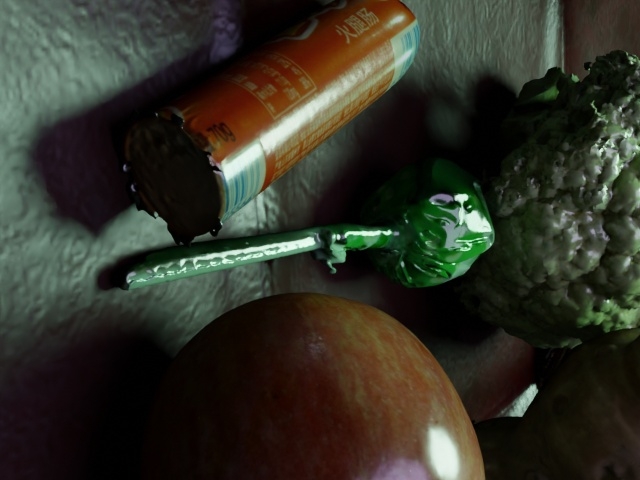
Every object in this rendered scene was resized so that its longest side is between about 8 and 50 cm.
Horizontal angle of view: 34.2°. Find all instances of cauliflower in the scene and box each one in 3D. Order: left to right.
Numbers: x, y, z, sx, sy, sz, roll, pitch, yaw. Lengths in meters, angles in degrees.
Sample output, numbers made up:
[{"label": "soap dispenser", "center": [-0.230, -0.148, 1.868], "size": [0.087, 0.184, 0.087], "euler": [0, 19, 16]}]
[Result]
[{"label": "cauliflower", "center": [0.218, -0.041, 0.880], "size": [0.272, 0.275, 0.250], "euler": [20, 39, -41]}]

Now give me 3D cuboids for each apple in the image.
[{"label": "apple", "center": [-0.006, 0.125, 0.584], "size": [0.188, 0.188, 0.174], "euler": [48, 17, -47]}]

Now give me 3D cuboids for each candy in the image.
[{"label": "candy", "center": [-0.001, 0.002, 0.683], "size": [0.323, 0.097, 0.097], "euler": [-9, 104, -45]}]

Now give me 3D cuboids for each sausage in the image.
[{"label": "sausage", "center": [-0.011, -0.092, 0.638], "size": [0.264, 0.083, 0.083], "euler": [-43, 129, -45]}]

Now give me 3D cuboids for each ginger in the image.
[{"label": "ginger", "center": [0.206, 0.188, 0.831], "size": [0.256, 0.176, 0.375], "euler": [12, 126, -39]}]

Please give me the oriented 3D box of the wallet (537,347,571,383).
[{"label": "wallet", "center": [0.315, 0.091, 1.139], "size": [0.232, 0.031, 0.122], "euler": [-3, 123, -53]}]
